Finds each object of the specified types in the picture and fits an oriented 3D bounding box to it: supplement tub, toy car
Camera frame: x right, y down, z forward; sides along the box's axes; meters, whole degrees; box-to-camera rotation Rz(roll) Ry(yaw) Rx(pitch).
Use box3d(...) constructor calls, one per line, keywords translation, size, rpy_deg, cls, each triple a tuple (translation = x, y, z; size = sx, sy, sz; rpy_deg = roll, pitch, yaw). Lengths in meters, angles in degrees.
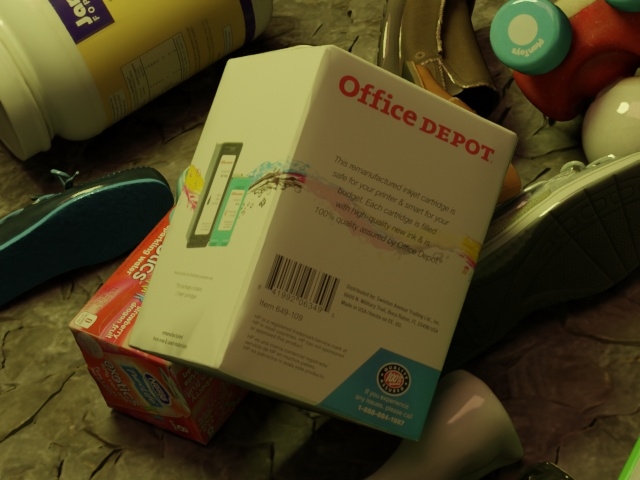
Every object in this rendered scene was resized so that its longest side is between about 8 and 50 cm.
box3d(translation=(-0.246, -0.260, 1.852), size=(0.331, 0.241, 0.241), rpy_deg=(-34, 44, -15), cls="supplement tub")
box3d(translation=(0.313, -0.139, 1.575), size=(0.210, 0.219, 0.238), rpy_deg=(-32, 72, 20), cls="toy car")

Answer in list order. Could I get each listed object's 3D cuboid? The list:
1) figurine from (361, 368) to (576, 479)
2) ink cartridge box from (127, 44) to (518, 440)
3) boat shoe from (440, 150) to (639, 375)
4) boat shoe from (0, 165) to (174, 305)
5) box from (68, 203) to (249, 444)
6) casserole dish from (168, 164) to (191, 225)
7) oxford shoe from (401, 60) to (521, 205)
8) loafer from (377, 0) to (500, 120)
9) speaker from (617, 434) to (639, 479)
box3d(translation=(0.091, 0.231, 1.332), size=(0.209, 0.092, 0.215), rpy_deg=(-33, 43, -8), cls="figurine")
box3d(translation=(0.000, 0.000, 1.378), size=(0.197, 0.198, 0.270), rpy_deg=(4, 73, 63), cls="ink cartridge box")
box3d(translation=(0.183, 0.007, 1.506), size=(0.320, 0.118, 0.103), rpy_deg=(-34, 36, 1), cls="boat shoe")
box3d(translation=(-0.282, -0.021, 1.716), size=(0.258, 0.109, 0.089), rpy_deg=(-21, 38, -5), cls="boat shoe")
box3d(translation=(-0.099, 0.050, 1.557), size=(0.128, 0.123, 0.257), rpy_deg=(17, 53, 32), cls="box")
box3d(translation=(-0.054, -0.052, 1.531), size=(0.188, 0.037, 0.114), rpy_deg=(-18, 44, -3), cls="casserole dish")
box3d(translation=(0.126, -0.097, 1.531), size=(0.076, 0.076, 0.212), rpy_deg=(-10, 43, -13), cls="oxford shoe")
box3d(translation=(0.125, -0.146, 1.693), size=(0.130, 0.134, 0.366), rpy_deg=(3, 56, 16), cls="loafer")
box3d(translation=(0.308, 0.179, 1.269), size=(0.131, 0.131, 0.296), rpy_deg=(13, 51, 31), cls="speaker")
